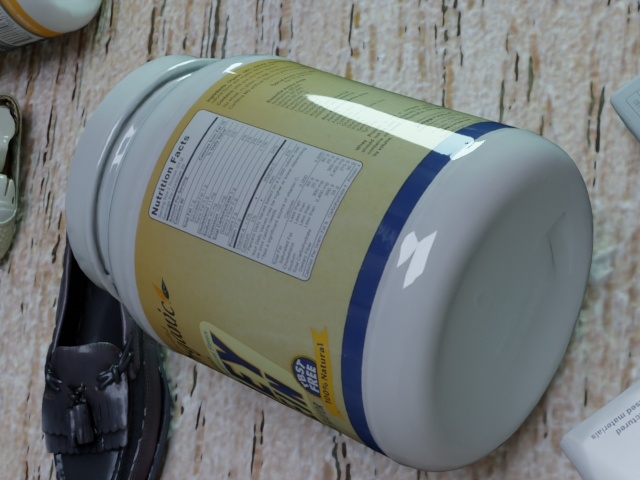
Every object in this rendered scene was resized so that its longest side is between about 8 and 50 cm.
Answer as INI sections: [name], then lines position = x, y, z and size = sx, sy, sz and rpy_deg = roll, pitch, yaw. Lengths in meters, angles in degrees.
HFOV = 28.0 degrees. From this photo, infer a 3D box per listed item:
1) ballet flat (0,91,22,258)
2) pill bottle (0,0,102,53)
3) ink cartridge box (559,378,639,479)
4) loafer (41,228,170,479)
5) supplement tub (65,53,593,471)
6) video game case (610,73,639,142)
[ballet flat]
position = -0.303, -0.063, 1.178
size = 0.052, 0.057, 0.168
rpy_deg = -43, 45, 51
[pill bottle]
position = -0.362, -0.247, 1.234
size = 0.278, 0.162, 0.162
rpy_deg = -11, 63, 24
[ink cartridge box]
position = 0.253, 0.192, 0.690
size = 0.100, 0.172, 0.237
rpy_deg = -39, 56, 9
[loafer]
position = -0.182, 0.076, 1.030
size = 0.109, 0.095, 0.302
rpy_deg = -9, 64, 26
[supplement tub]
position = 0.000, 0.000, 0.883
size = 0.316, 0.228, 0.228
rpy_deg = 21, 80, 35
[video game case]
position = 0.388, -0.096, 0.796
size = 0.329, 0.036, 0.300
rpy_deg = -36, 44, 10
